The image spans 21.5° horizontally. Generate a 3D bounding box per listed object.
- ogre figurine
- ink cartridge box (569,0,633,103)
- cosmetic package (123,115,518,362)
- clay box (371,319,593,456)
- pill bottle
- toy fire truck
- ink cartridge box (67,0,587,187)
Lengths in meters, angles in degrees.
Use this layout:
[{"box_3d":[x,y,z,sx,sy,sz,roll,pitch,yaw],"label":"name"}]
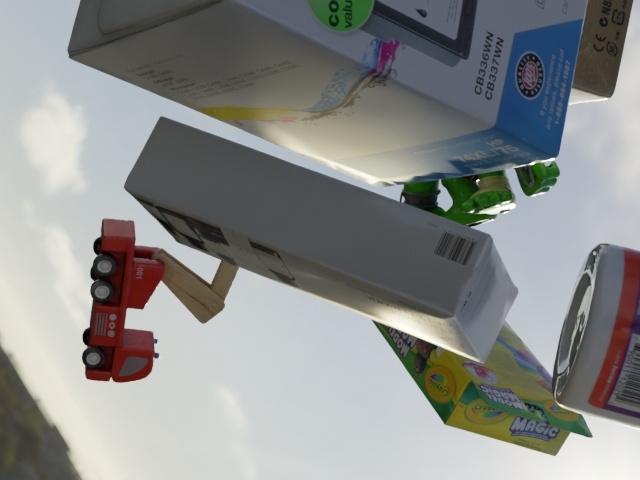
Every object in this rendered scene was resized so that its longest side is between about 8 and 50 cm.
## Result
[{"box_3d":[0.114,-0.073,1.343,0.197,0.097,0.118,122,-44,-78],"label":"ogre figurine"},{"box_3d":[0.245,-0.262,1.741,0.193,0.088,0.234,-179,-79,-70],"label":"ink cartridge box"},{"box_3d":[0.000,0.000,1.070,0.239,0.060,0.099,21,-12,24],"label":"cosmetic package"},{"box_3d":[0.136,0.112,1.476,0.127,0.053,0.222,19,21,-30],"label":"clay box"},{"box_3d":[0.250,0.075,1.039,0.193,0.108,0.108,15,-13,0],"label":"pill bottle"},{"box_3d":[-0.128,0.035,1.431,0.047,0.135,0.192,-107,-155,-67],"label":"toy fire truck"},{"box_3d":[0.012,-0.176,1.102,0.270,0.198,0.197,21,-16,-33],"label":"ink cartridge box"}]
